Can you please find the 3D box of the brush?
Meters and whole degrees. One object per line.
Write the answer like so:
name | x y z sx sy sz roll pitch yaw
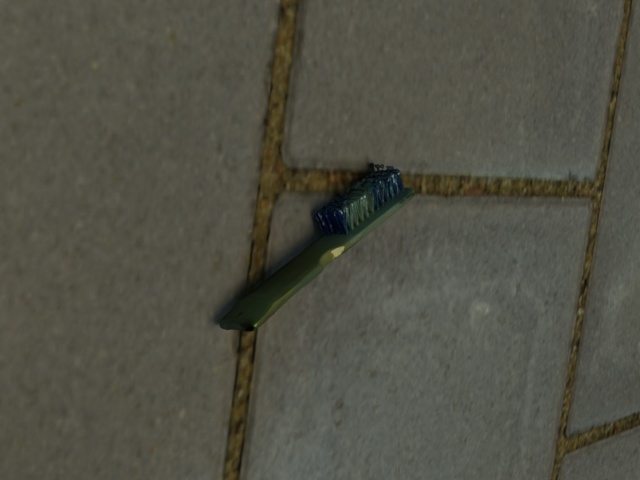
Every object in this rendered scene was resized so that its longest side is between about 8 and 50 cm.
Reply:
brush | 0.000 0.001 0.766 0.178 0.033 0.030 -39 124 -43
